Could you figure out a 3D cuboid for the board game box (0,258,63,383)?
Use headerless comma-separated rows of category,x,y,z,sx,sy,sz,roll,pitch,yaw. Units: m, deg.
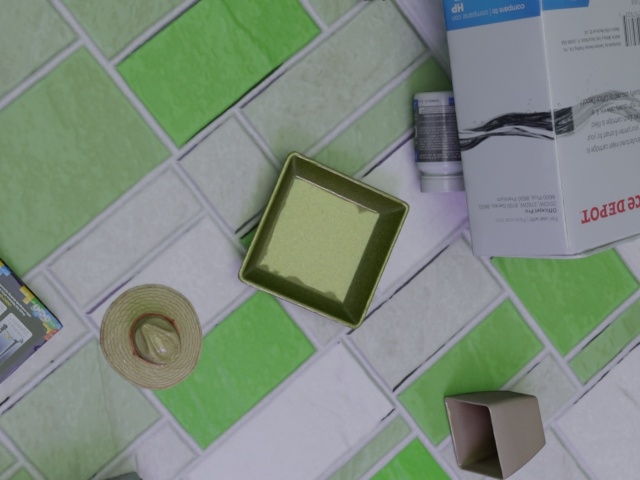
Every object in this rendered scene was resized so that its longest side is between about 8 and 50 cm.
board game box,-0.433,0.093,1.691,0.141,0.048,0.170,-42,104,-8

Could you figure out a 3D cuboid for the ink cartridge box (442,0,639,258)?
ink cartridge box,0.322,-0.189,1.784,0.285,0.166,0.395,-13,98,-46

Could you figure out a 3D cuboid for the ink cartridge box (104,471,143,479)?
ink cartridge box,-0.342,0.451,1.699,0.307,0.129,0.223,-14,98,-16

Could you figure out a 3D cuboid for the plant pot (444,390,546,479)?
plant pot,0.252,0.263,1.886,0.096,0.109,0.109,-16,98,-29

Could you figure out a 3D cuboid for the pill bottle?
pill bottle,0.168,-0.135,1.842,0.078,0.078,0.137,-3,94,-17

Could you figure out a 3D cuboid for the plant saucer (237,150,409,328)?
plant saucer,0.000,0.000,1.817,0.188,0.045,0.188,24,86,-17

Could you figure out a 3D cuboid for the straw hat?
straw hat,-0.213,0.130,1.753,0.144,0.061,0.145,-1,95,-16
